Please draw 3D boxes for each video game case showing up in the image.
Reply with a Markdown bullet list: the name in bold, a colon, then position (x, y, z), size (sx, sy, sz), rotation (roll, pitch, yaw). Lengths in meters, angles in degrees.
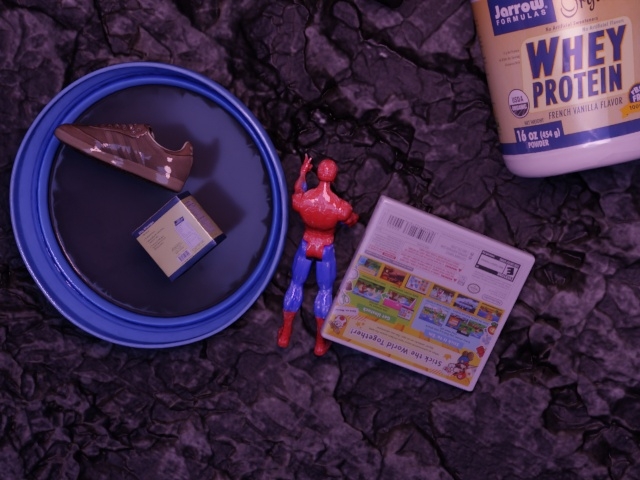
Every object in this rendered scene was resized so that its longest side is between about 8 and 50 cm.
- **video game case**: position (0.142, 0.073, 1.861), size (0.227, 0.026, 0.206), rotation (21, 103, -13)

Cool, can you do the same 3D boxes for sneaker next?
- **sneaker**: position (-0.257, -0.126, 1.851), size (0.188, 0.066, 0.071), rotation (23, 82, 5)

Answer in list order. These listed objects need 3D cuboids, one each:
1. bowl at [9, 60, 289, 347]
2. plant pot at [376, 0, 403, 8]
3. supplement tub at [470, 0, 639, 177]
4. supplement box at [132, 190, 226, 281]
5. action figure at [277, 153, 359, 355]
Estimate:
- **bowl**: position (-0.230, -0.049, 1.921), size (0.391, 0.077, 0.391), rotation (2, 99, 11)
- **plant pot**: position (0.064, -0.420, 1.706), size (0.187, 0.167, 0.188), rotation (22, 81, -9)
- **supplement tub**: position (0.307, -0.252, 1.706), size (0.228, 0.228, 0.316), rotation (-12, 97, 13)
- **supplement box**: position (-0.186, -0.007, 1.850), size (0.083, 0.056, 0.083), rotation (-39, 90, 14)
- **action figure**: position (0.000, 0.000, 1.888), size (0.091, 0.139, 0.280), rotation (12, 123, 6)
